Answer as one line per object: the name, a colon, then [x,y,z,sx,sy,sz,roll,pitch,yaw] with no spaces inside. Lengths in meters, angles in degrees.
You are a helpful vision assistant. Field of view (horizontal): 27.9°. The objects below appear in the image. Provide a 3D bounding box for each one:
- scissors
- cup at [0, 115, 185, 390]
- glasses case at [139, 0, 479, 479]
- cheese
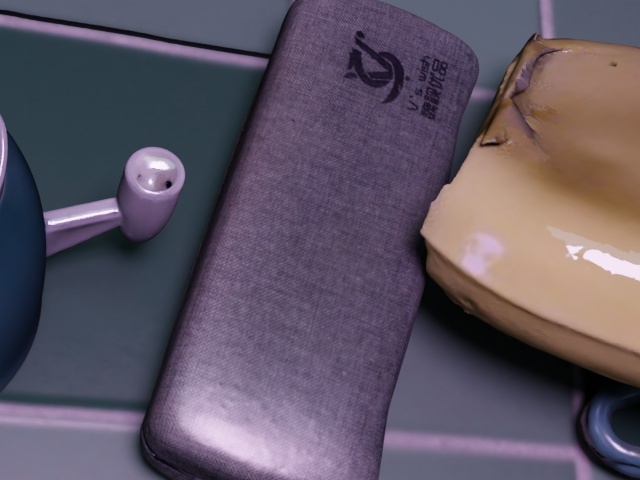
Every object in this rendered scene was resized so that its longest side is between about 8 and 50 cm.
scissors: [0.285,0.073,0.817,0.289,0.041,0.138,-6,56,-15]
cup: [-0.213,-0.007,0.642,0.299,0.173,0.168,-10,70,-20]
glasses case: [0.000,0.000,0.754,0.131,0.074,0.323,21,61,-7]
cheese: [0.229,-0.001,0.759,0.315,0.128,0.260,20,44,7]
